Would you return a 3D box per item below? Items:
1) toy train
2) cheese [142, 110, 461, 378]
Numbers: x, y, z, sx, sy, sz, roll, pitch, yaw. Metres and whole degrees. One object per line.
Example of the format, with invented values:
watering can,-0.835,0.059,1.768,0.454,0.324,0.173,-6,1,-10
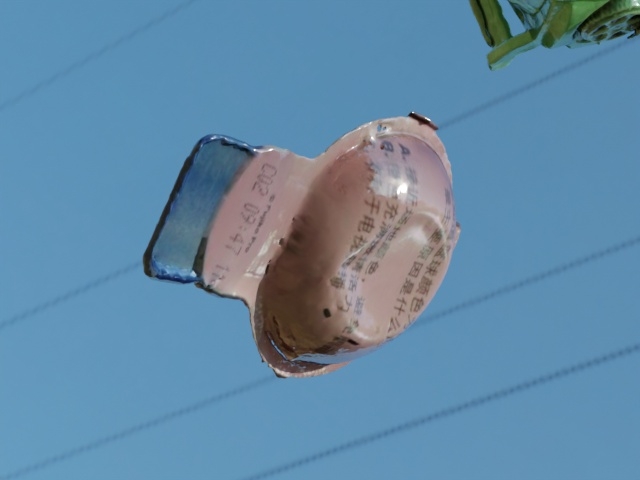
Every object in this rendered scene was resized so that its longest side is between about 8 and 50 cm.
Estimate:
toy train,0.113,-0.141,0.913,0.081,0.149,0.099,-17,-104,-5
cheese,0.000,0.000,1.204,0.074,0.286,0.189,29,-79,37
